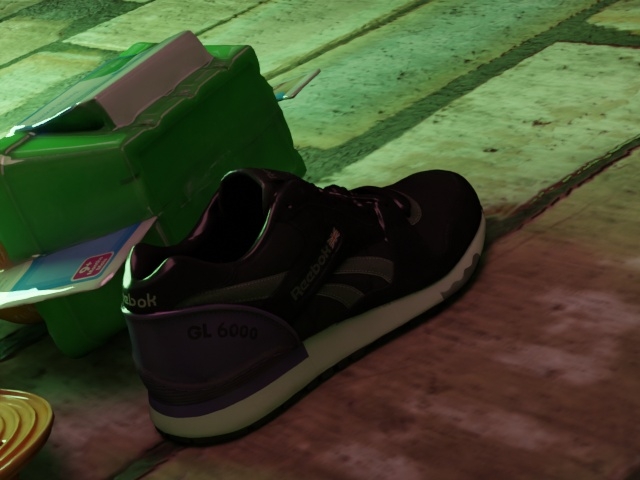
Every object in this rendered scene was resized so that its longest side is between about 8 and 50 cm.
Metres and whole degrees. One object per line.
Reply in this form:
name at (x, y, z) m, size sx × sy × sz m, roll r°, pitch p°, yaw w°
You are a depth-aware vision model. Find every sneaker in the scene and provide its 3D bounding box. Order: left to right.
sneaker at (0.000, 0.000, 0.864) m, size 0.107 × 0.124 × 0.283 m, roll 8°, pitch 32°, yaw 43°

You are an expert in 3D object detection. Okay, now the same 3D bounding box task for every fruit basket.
fruit basket at (-0.209, -0.033, 1.031) m, size 0.353 × 0.165 × 0.327 m, roll -6°, pitch 25°, yaw 31°

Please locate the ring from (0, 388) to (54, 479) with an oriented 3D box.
ring at (-0.305, 0.153, 0.761) m, size 0.336 × 0.032 × 0.336 m, roll -13°, pitch 10°, yaw 2°
